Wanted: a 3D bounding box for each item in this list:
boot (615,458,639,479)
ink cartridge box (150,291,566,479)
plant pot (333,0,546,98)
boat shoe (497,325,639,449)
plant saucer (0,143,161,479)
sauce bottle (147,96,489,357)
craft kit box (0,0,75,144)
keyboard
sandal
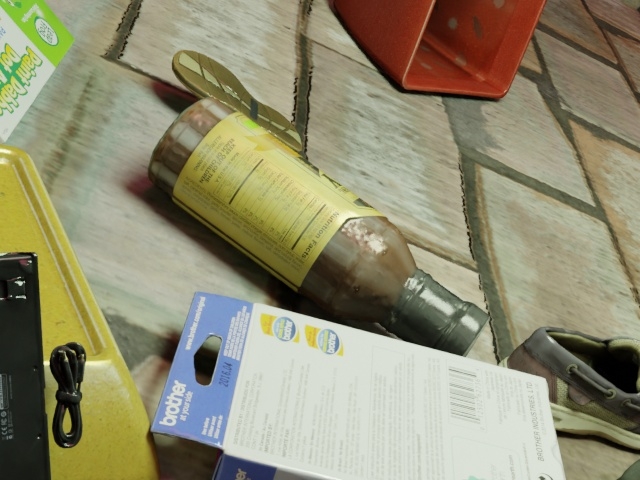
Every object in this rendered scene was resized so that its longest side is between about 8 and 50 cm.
[{"bbox_3d":[0.376,0.198,0.950,0.247,0.161,0.083,-5,46,-46],"label":"boot"},{"bbox_3d":[0.033,0.145,0.783,0.311,0.065,0.185,17,31,-6],"label":"ink cartridge box"},{"bbox_3d":[0.181,-0.400,1.594,0.267,0.267,0.236,-3,32,-44],"label":"plant pot"},{"bbox_3d":[0.306,0.145,1.034,0.285,0.092,0.102,13,34,-28],"label":"boat shoe"},{"bbox_3d":[-0.288,0.023,0.678,0.333,0.081,0.332,6,38,-41],"label":"plant saucer"},{"bbox_3d":[0.000,0.000,0.961,0.344,0.111,0.111,37,30,6],"label":"sauce bottle"},{"bbox_3d":[-0.348,-0.224,0.917,0.246,0.061,0.249,56,19,-27],"label":"craft kit box"},{"bbox_3d":[-0.189,0.098,0.600,0.108,0.180,0.023,-5,5,-35],"label":"keyboard"},{"bbox_3d":[-0.100,-0.146,1.154,0.180,0.049,0.072,35,32,-23],"label":"sandal"}]
